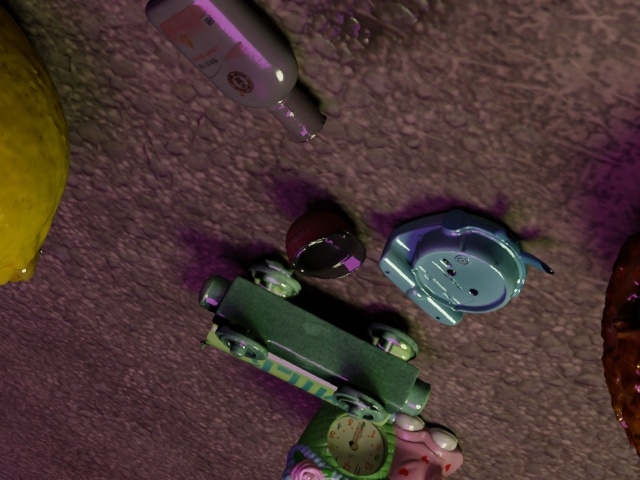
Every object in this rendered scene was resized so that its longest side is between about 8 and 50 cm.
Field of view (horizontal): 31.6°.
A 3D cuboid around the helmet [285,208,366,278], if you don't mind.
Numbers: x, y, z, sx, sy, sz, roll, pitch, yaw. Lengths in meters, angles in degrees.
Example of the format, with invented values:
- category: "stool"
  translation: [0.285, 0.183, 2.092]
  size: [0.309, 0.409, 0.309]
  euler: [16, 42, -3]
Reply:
- category: "helmet"
  translation: [0.000, -0.001, 1.038]
  size: [0.065, 0.049, 0.084]
  euler: [-37, 147, 19]

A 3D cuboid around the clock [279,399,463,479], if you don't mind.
- category: "clock"
  translation: [0.049, 0.284, 1.262]
  size: [0.194, 0.196, 0.100]
  euler: [26, 149, -5]

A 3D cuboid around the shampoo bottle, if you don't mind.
- category: "shampoo bottle"
  translation: [-0.060, -0.142, 0.892]
  size: [0.080, 0.040, 0.165]
  euler: [-19, 126, 43]

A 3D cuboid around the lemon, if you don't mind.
- category: "lemon"
  translation: [-0.353, -0.087, 0.949]
  size: [0.268, 0.268, 0.322]
  euler: [-1, 126, 33]

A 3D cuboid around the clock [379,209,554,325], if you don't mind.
- category: "clock"
  translation: [0.132, 0.020, 0.988]
  size: [0.108, 0.045, 0.147]
  euler: [41, 142, -24]

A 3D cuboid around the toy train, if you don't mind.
- category: "toy train"
  translation: [-0.013, 0.115, 1.169]
  size: [0.253, 0.105, 0.157]
  euler: [26, 160, -3]

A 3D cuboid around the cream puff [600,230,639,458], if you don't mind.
- category: "cream puff"
  translation: [0.352, 0.107, 0.824]
  size: [0.302, 0.212, 0.303]
  euler: [14, 143, 10]
